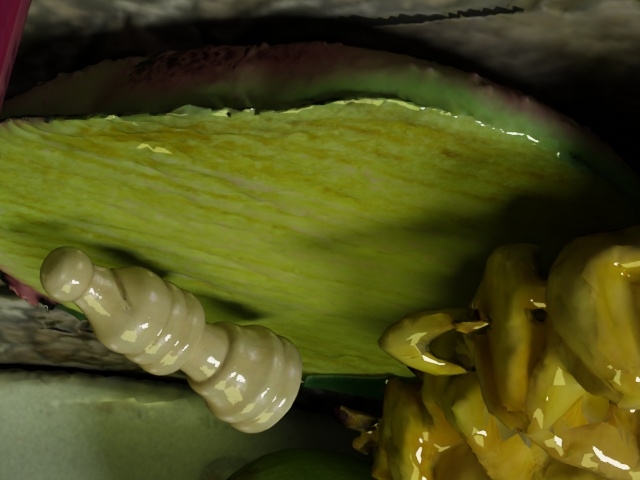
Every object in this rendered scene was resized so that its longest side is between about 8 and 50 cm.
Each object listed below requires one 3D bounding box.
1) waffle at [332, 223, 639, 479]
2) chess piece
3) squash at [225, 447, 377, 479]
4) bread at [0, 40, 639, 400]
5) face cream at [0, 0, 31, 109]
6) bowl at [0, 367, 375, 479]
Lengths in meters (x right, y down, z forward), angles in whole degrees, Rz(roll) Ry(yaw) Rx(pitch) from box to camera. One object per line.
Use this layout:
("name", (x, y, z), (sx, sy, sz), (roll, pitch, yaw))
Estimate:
("waffle", (0.157, 0.055, 0.463), (0.329, 0.062, 0.329), (-3, 155, -1))
("chess piece", (-0.049, 0.028, 0.475), (0.035, 0.035, 0.092), (-17, 141, 41))
("squash", (0.083, 0.225, 0.632), (0.370, 0.118, 0.118), (47, 140, -18))
("bread", (0.000, 0.000, 0.477), (0.228, 0.033, 0.228), (8, 155, 4))
("face cream", (-0.153, -0.025, 0.288), (0.175, 0.195, 0.175), (8, 154, 4))
("bowl", (-0.089, 0.239, 0.797), (0.434, 0.196, 0.435), (6, 154, 3))
